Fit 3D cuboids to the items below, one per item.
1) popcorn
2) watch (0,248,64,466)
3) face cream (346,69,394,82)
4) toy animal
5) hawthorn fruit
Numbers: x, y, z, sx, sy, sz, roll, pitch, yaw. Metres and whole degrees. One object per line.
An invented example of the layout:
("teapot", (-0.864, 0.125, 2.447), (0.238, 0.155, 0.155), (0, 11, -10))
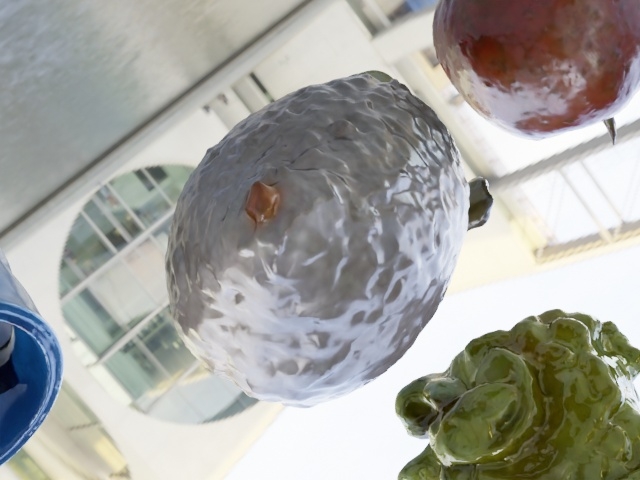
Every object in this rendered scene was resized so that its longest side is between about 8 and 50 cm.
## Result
("popcorn", (0.206, 0.204, 0.845), (0.242, 0.235, 0.250), (-46, -149, 26))
("watch", (-0.363, 0.142, 0.783), (0.274, 0.241, 0.305), (-33, 146, -20))
("face cream", (0.022, -0.160, 1.104), (0.114, 0.070, 0.224), (-41, -165, -13))
("toy animal", (0.000, -0.002, 0.605), (0.227, 0.188, 0.358), (-59, 174, -8))
("hawthorn fruit", (0.191, -0.159, 0.710), (0.179, 0.200, 0.179), (-38, -169, 9))
